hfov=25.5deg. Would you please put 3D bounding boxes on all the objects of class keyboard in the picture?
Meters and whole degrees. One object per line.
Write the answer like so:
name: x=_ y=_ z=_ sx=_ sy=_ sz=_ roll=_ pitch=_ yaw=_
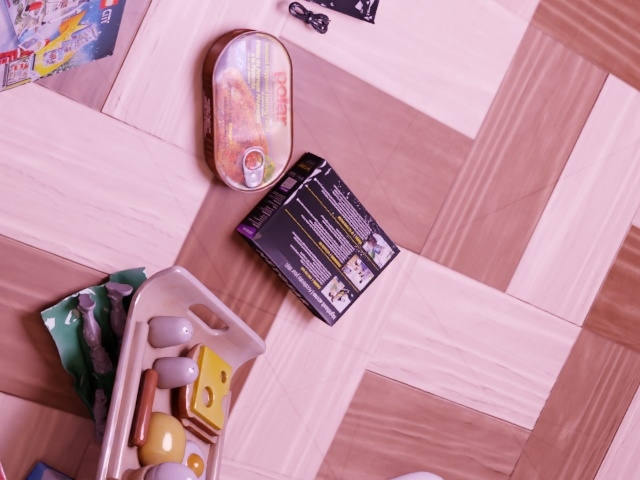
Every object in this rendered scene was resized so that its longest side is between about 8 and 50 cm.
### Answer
keyboard: x=-0.005 y=-0.298 z=1.639 sx=0.180 sy=0.023 sz=0.108 roll=13 pitch=93 yaw=-34

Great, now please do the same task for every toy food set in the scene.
toy food set: x=-0.137 y=0.212 z=1.584 sx=0.220 sy=0.092 sz=0.306 roll=47 pitch=44 yaw=-50

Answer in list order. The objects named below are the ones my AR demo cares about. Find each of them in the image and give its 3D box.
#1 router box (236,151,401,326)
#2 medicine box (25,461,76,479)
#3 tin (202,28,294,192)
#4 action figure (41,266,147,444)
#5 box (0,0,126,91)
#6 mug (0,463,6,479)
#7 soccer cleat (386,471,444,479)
router box: x=0.000 y=0.000 z=1.729 sx=0.133 sy=0.046 sz=0.179 roll=-47 pitch=124 yaw=-10
medicine box: x=-0.280 y=0.433 z=1.549 sx=0.149 sy=0.289 sz=0.263 roll=39 pitch=84 yaw=-38
tin: x=-0.083 y=-0.150 z=1.631 sx=0.106 sy=0.040 sz=0.190 roll=-9 pitch=111 yaw=-26
action figure: x=-0.233 y=0.160 z=1.630 sx=0.137 sy=0.063 sz=0.232 roll=-23 pitch=121 yaw=-28
box: x=-0.268 y=-0.235 z=1.385 sx=0.159 sy=0.233 sz=0.044 roll=-24 pitch=74 yaw=-25
mug: x=-0.424 y=0.296 z=1.523 sx=0.169 sy=0.113 sz=0.150 roll=-19 pitch=114 yaw=-22
soccer cleat: x=0.028 y=0.377 z=1.833 sx=0.331 sy=0.116 sz=0.143 roll=-31 pitch=121 yaw=-20
